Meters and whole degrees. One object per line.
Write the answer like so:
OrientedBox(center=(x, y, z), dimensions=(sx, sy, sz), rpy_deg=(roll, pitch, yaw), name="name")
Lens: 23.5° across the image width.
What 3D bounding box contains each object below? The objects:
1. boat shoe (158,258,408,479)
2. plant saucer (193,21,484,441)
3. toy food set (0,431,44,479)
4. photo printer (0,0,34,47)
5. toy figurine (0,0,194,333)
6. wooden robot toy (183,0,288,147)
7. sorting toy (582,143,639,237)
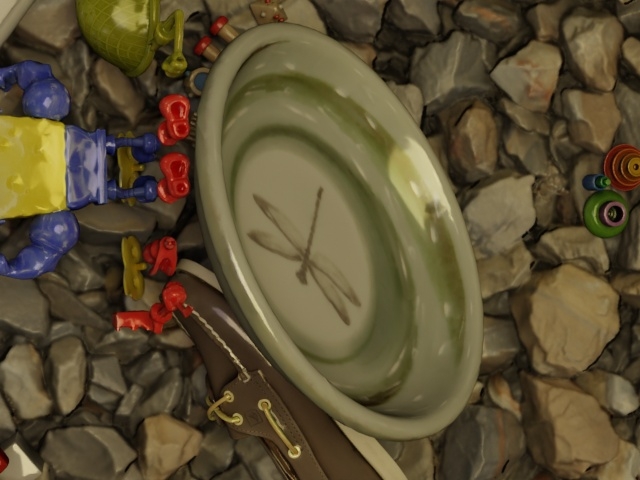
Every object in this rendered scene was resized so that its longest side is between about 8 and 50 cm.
OrientedBox(center=(-0.048, 0.158, 1.461), dimensions=(0.097, 0.116, 0.324), rpy_deg=(-45, 108, -14), name="boat shoe")
OrientedBox(center=(0.000, 0.000, 1.406), dimensions=(0.400, 0.100, 0.400), rpy_deg=(33, 45, -41), name="plant saucer")
OrientedBox(center=(-0.320, 0.216, 1.386), dimensions=(0.104, 0.111, 0.232), rpy_deg=(-38, 102, 0), name="toy food set")
OrientedBox(center=(-0.379, -0.256, 1.355), dimensions=(0.256, 0.107, 0.307), rpy_deg=(35, 82, -14), name="photo printer")
OrientedBox(center=(-0.241, -0.094, 1.349), dimensions=(0.217, 0.191, 0.362), rpy_deg=(-2, 91, -20), name="toy figurine")
OrientedBox(center=(-0.080, -0.169, 1.460), dimensions=(0.076, 0.079, 0.173), rpy_deg=(38, 81, -14), name="wooden robot toy")
OrientedBox(center=(0.308, -0.053, 1.595), dimensions=(0.061, 0.042, 0.102), rpy_deg=(18, 86, -16), name="sorting toy")
